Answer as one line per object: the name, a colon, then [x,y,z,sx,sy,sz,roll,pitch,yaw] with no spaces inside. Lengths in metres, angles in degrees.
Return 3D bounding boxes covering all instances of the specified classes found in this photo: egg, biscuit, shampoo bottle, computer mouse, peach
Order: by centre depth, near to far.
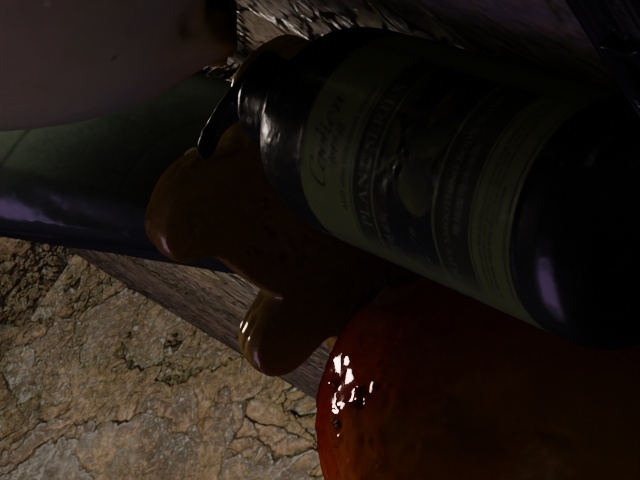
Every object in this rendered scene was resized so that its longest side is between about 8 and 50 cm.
shampoo bottle: [0.044,-0.039,0.766,0.284,0.101,0.101,25,167,50]
egg: [-0.184,-0.136,0.831,0.264,0.174,0.286,36,180,22]
peach: [0.121,0.121,0.908,0.281,0.238,0.281,22,-144,-16]
biscuit: [-0.001,-0.001,0.972,0.035,0.158,0.240,30,165,47]
computer mouse: [-0.065,-0.036,1.061,0.371,0.122,0.188,15,174,-40]

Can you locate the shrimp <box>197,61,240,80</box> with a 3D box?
shrimp: [-0.082,-0.115,1.077,0.092,0.029,0.038,18,162,50]

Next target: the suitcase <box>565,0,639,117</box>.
suitcase: [0.104,-0.070,0.412,0.059,0.086,0.126,29,170,40]
